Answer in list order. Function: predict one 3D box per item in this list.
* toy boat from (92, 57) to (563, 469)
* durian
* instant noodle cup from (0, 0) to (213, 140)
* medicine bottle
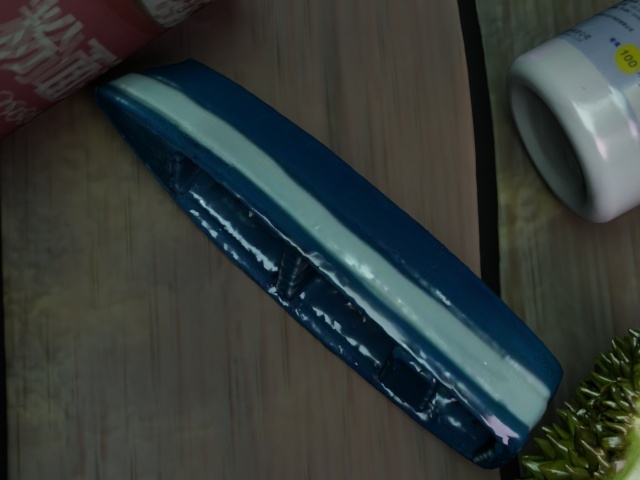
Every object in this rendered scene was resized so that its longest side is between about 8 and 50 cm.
[{"bbox_3d":[0.000,0.000,0.613,0.299,0.096,0.062,41,73,9],"label":"toy boat"},{"bbox_3d":[0.143,0.135,0.572,0.096,0.137,0.220,11,96,23],"label":"durian"},{"bbox_3d":[-0.171,-0.166,0.589,0.178,0.235,0.235,-41,81,4],"label":"instant noodle cup"},{"bbox_3d":[0.204,-0.094,0.621,0.187,0.103,0.102,-28,80,-4],"label":"medicine bottle"}]
